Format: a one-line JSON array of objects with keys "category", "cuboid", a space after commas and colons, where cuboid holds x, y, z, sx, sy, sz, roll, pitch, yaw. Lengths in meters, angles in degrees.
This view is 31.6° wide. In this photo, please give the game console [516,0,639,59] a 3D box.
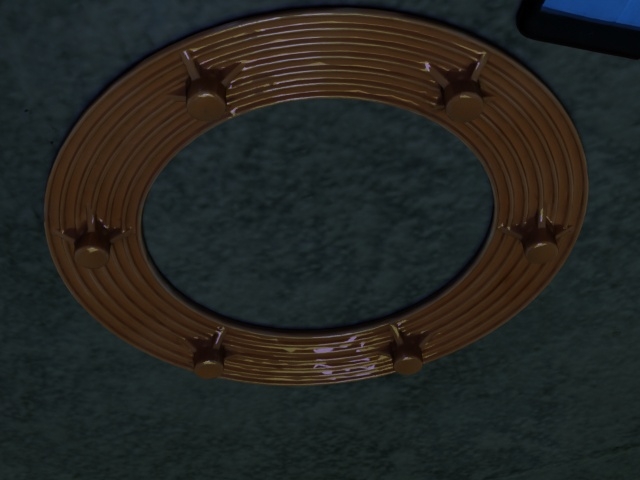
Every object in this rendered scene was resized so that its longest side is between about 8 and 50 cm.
[{"category": "game console", "cuboid": [0.181, -0.124, 0.541, 0.085, 0.124, 0.144, -17, 146, -29]}]

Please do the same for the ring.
[{"category": "ring", "cuboid": [0.000, 0.000, 0.698, 0.336, 0.032, 0.337, -3, 138, -2]}]
